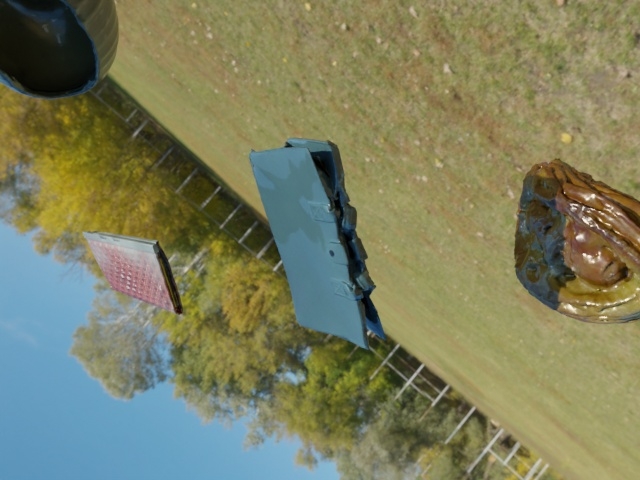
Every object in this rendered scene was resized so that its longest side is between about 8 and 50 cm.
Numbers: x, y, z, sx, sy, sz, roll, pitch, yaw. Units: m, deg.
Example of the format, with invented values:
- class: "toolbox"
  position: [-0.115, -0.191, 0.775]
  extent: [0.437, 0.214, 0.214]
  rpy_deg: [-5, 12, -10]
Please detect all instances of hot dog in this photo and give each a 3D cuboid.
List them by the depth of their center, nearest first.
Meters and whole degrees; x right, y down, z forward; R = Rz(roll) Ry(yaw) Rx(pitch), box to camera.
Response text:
- class: "hot dog"
  position: [0.307, -0.003, 0.652]
  extent: [0.114, 0.175, 0.259]
  rpy_deg: [0, -161, -1]

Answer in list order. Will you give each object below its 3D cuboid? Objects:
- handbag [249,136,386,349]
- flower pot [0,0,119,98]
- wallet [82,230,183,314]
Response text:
- class: "handbag"
  position: [0.000, 0.000, 0.579]
  extent: [0.144, 0.057, 0.221]
  rpy_deg: [15, 123, 60]
- class: "flower pot"
  position: [-0.354, -0.288, 0.661]
  extent: [0.243, 0.189, 0.157]
  rpy_deg: [102, 148, -60]
- class: "wallet"
  position: [-0.256, 0.039, 0.724]
  extent: [0.196, 0.020, 0.103]
  rpy_deg: [6, 120, 43]
